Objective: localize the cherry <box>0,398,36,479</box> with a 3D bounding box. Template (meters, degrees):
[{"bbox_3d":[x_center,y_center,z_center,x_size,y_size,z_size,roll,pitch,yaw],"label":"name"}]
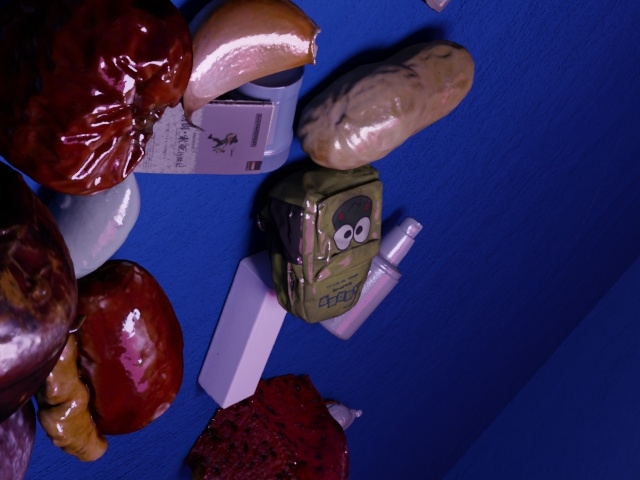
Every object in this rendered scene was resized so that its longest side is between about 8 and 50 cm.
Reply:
[{"bbox_3d":[-0.480,0.283,1.682,0.266,0.183,0.213,-58,172,-23],"label":"cherry"}]

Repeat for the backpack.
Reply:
[{"bbox_3d":[0.000,0.000,2.001,0.207,0.140,0.253,-22,124,-42],"label":"backpack"}]

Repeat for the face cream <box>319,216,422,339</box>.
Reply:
[{"bbox_3d":[0.090,0.057,2.315,0.252,0.101,0.101,-49,155,6],"label":"face cream"}]

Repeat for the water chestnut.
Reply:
[{"bbox_3d":[-0.404,0.026,1.258,0.350,0.350,0.302,-27,137,-35],"label":"water chestnut"}]

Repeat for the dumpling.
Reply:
[{"bbox_3d":[-0.289,-0.040,1.615,0.104,0.149,0.217,22,107,-22],"label":"dumpling"}]

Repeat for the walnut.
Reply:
[{"bbox_3d":[-0.310,0.158,1.724,0.244,0.221,0.269,-52,146,-34],"label":"walnut"}]

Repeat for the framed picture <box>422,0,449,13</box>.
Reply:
[{"bbox_3d":[0.180,-0.438,1.817,0.192,0.018,0.265,-49,155,10],"label":"framed picture"}]

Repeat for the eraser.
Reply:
[{"bbox_3d":[-0.122,0.150,2.154,0.078,0.076,0.298,-23,147,-42],"label":"eraser"}]

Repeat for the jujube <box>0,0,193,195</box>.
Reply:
[{"bbox_3d":[-0.248,-0.176,1.348,0.232,0.213,0.213,-50,155,19],"label":"jujube"}]

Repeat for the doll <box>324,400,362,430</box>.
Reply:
[{"bbox_3d":[0.001,0.376,2.686,0.227,0.075,0.102,-2,148,-42],"label":"doll"}]

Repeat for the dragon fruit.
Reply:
[{"bbox_3d":[-0.088,0.393,2.361,0.302,0.330,0.240,-41,133,-6],"label":"dragon fruit"}]

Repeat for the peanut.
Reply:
[{"bbox_3d":[0.106,-0.207,1.904,0.319,0.147,0.147,-29,150,-26],"label":"peanut"}]

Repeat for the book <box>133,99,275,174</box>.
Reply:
[{"bbox_3d":[-0.157,-0.132,1.649,0.181,0.014,0.127,0,138,-14],"label":"book"}]

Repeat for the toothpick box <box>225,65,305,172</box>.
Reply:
[{"bbox_3d":[-0.081,-0.178,1.705,0.101,0.101,0.153,-29,148,-32],"label":"toothpick box"}]

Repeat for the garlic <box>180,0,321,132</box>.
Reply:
[{"bbox_3d":[-0.112,-0.232,1.572,0.206,0.128,0.115,-34,-164,-17],"label":"garlic"}]
